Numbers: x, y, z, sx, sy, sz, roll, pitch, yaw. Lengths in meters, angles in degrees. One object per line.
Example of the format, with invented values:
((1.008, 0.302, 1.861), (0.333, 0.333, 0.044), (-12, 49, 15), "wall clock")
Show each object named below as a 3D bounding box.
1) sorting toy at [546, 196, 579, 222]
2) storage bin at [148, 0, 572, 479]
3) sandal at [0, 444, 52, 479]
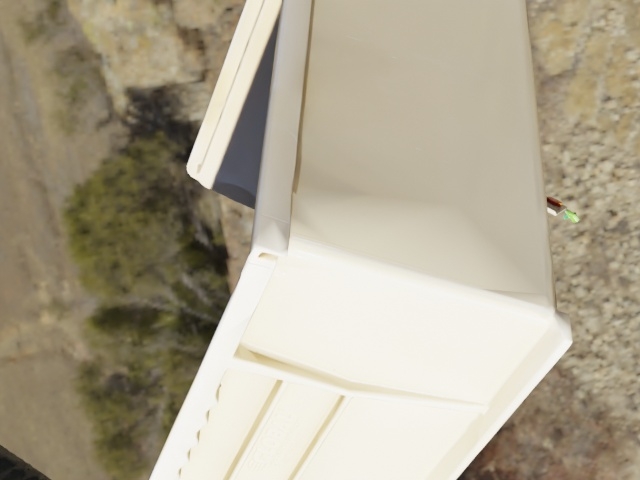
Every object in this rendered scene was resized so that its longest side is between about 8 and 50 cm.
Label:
((0.293, -0.046, 1.466), (0.083, 0.062, 0.012), (29, 109, 19), "sorting toy")
((0.000, 0.000, 0.564), (0.260, 0.123, 0.262), (118, 162, -46), "storage bin")
((-0.204, 0.260, 0.942), (0.446, 0.167, 0.107), (22, 122, 23), "sandal")
